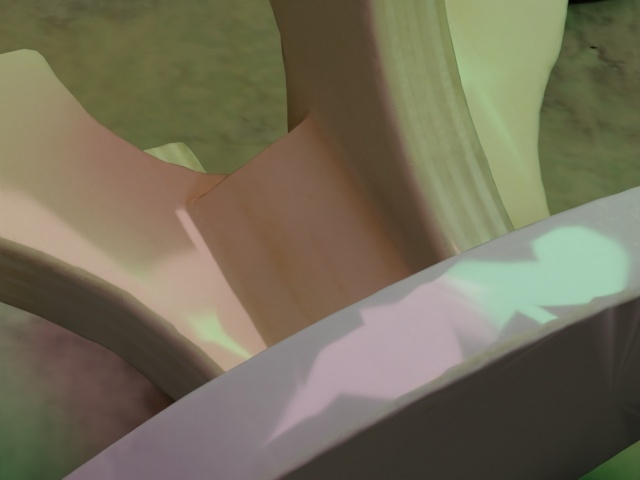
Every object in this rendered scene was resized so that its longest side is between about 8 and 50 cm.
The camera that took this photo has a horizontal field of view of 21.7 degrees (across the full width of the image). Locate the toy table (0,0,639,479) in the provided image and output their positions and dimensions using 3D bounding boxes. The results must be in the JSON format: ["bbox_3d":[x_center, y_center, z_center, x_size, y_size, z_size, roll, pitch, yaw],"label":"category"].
[{"bbox_3d":[0.000,0.000,0.467,0.274,0.252,0.161,-12,61,-42],"label":"toy table"}]
